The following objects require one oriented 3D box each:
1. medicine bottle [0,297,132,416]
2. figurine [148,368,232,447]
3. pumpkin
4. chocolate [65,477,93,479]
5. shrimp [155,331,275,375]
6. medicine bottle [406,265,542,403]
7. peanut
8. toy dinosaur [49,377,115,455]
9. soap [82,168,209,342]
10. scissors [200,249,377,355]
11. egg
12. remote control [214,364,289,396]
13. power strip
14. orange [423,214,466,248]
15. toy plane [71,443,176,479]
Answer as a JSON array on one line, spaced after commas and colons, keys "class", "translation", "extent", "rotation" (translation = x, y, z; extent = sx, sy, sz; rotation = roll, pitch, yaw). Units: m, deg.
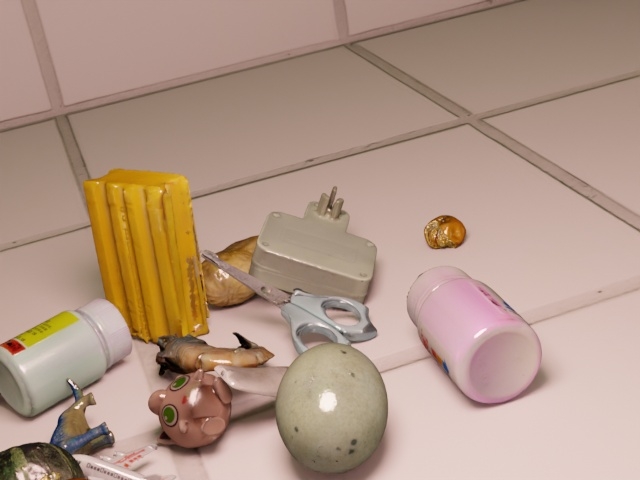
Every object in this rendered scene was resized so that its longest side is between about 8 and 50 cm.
[{"class": "medicine bottle", "translation": [-0.461, 0.205, 1.941], "extent": [0.225, 0.139, 0.139], "rotation": [-29, 31, -35]}, {"class": "figurine", "translation": [-0.204, 0.267, 1.732], "extent": [0.138, 0.125, 0.125], "rotation": [-6, 21, 43]}, {"class": "pumpkin", "translation": [-0.422, 0.367, 1.544], "extent": [0.190, 0.190, 0.146], "rotation": [-20, 57, -20]}, {"class": "chocolate", "translation": [-0.316, 0.397, 1.437], "extent": [0.177, 0.176, 0.176], "rotation": [-9, 25, 4]}, {"class": "shrimp", "translation": [-0.182, 0.193, 1.892], "extent": [0.178, 0.075, 0.289], "rotation": [0, -7, -27]}, {"class": "medicine bottle", "translation": [0.243, 0.146, 1.783], "extent": [0.152, 0.152, 0.254], "rotation": [-15, 25, -10]}, {"class": "peanut", "translation": [-0.153, 0.058, 2.180], "extent": [0.120, 0.110, 0.236], "rotation": [-17, 8, 41]}, {"class": "toy dinosaur", "translation": [-0.436, 0.324, 1.767], "extent": [0.188, 0.075, 0.247], "rotation": [-22, 33, -15]}, {"class": "soap", "translation": [-0.319, 0.034, 2.041], "extent": [0.204, 0.324, 0.096], "rotation": [9, 25, 34]}, {"class": "scissors", "translation": [-0.072, 0.103, 1.964], "extent": [0.360, 0.029, 0.191], "rotation": [31, 41, 16]}, {"class": "egg", "translation": [0.017, 0.247, 1.631], "extent": [0.169, 0.169, 0.236], "rotation": [-6, 22, 9]}, {"class": "remote control", "translation": [-0.062, 0.223, 1.752], "extent": [0.229, 0.044, 0.073], "rotation": [14, 16, -36]}, {"class": "power strip", "translation": [0.000, 0.000, 2.132], "extent": [0.230, 0.141, 0.261], "rotation": [17, 28, 0]}, {"class": "orange", "translation": [0.255, -0.021, 2.235], "extent": [0.086, 0.062, 0.086], "rotation": [-7, 23, 3]}, {"class": "toy plane", "translation": [-0.310, 0.358, 1.637], "extent": [0.171, 0.065, 0.162], "rotation": [7, 29, 10]}]
